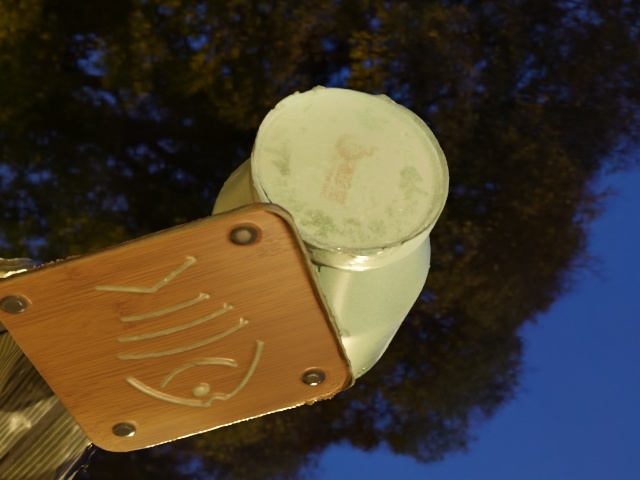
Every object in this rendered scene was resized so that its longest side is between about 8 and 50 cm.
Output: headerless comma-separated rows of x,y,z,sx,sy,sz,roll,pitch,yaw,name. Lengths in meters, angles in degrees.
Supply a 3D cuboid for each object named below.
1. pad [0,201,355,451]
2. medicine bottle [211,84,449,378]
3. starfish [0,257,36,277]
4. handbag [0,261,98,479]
-0.130,0.096,1.064,0.284,0.286,0.018,69,8,-45,pad
0.000,0.000,1.176,0.290,0.244,0.245,114,-35,-59,medicine bottle
-0.495,0.051,1.115,0.347,0.357,0.078,44,-27,33,starfish
-0.352,0.201,1.417,0.341,0.247,0.240,-51,-158,-11,handbag
